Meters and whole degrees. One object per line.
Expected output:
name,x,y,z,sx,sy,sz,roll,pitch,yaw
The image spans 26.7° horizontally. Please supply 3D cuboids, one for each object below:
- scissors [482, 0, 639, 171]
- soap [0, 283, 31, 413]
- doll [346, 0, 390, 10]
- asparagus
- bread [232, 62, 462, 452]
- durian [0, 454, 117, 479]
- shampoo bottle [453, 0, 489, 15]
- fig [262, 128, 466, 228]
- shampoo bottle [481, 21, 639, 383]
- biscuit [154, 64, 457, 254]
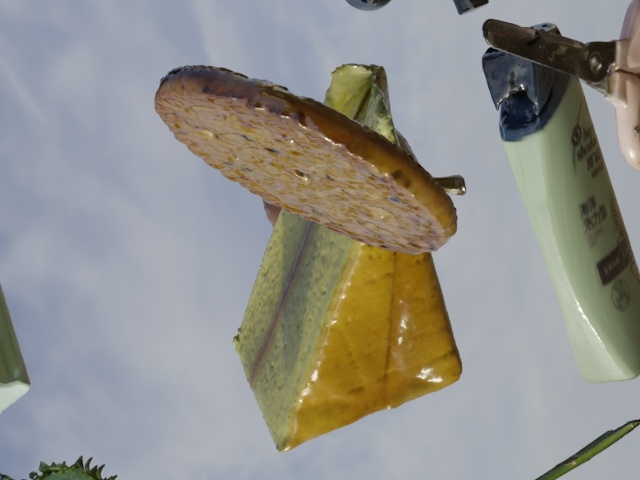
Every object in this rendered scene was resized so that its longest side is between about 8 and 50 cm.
scissors,0.236,-0.137,1.088,0.318,0.024,0.160,6,-93,-43
soap,-0.455,0.083,1.569,0.095,0.173,0.289,22,-142,-54
doll,0.077,-0.370,1.860,0.086,0.152,0.114,23,-118,-19
asparagus,0.185,0.187,1.080,0.016,0.166,0.013,51,-170,-29
bread,0.000,0.000,1.505,0.233,0.245,0.361,-121,15,-58
durian,-0.209,0.291,1.159,0.095,0.137,0.220,82,176,-61
shampoo bottle,0.139,-0.390,1.622,0.080,0.079,0.246,-27,-84,-58
fig,0.084,-0.066,1.865,0.321,0.217,0.216,3,-98,-44
shampoo bottle,0.248,-0.030,1.344,0.134,0.078,0.359,-42,-63,-51
biscuit,-0.007,-0.046,0.770,0.027,0.188,0.188,-63,-29,-13
